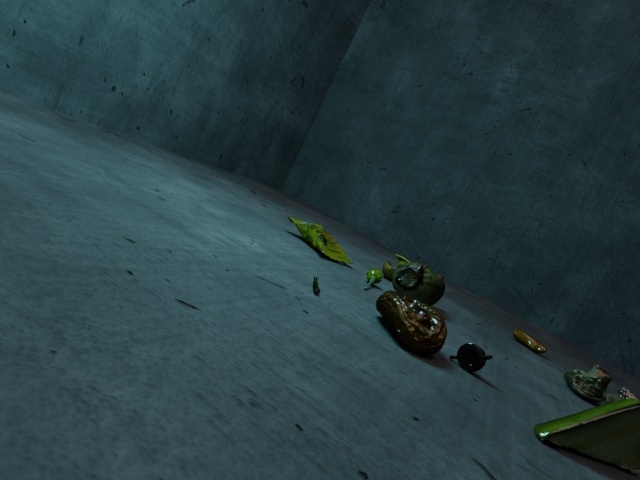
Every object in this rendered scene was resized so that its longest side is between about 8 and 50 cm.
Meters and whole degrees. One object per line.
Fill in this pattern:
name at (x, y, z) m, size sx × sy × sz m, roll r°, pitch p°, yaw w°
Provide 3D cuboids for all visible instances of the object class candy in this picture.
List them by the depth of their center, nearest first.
candy at (0.172, 0.140, 1.499) m, size 0.058 × 0.062 × 0.194 m, roll 26°, pitch 17°, yaw 12°
candy at (0.000, 0.000, 1.752) m, size 0.187 × 0.081 × 0.297 m, roll 20°, pitch 21°, yaw -39°

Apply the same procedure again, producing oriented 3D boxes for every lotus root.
lotus root at (0.375, 0.163, 1.615) m, size 0.173 × 0.173 × 0.309 m, roll 31°, pitch 9°, yaw 35°

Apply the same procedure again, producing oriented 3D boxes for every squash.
squash at (0.532, 0.416, 0.897) m, size 0.252 × 0.169 × 0.093 m, roll -11°, pitch 14°, yaw -13°

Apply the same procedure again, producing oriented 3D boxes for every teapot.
teapot at (0.368, 0.286, 1.069) m, size 0.100 × 0.068 × 0.045 m, roll -9°, pitch -16°, yaw 30°

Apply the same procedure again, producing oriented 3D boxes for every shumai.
shumai at (0.885, 0.458, 1.434) m, size 0.145 × 0.116 × 0.145 m, roll 24°, pitch 7°, yaw -3°

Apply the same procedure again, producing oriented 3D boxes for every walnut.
walnut at (0.296, 0.138, 1.879) m, size 0.091 × 0.052 × 0.121 m, roll 55°, pitch 9°, yaw 14°

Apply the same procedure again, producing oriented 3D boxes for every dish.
dish at (0.392, 0.153, 1.933) m, size 0.207 × 0.080 × 0.149 m, roll 39°, pitch -6°, yaw 2°

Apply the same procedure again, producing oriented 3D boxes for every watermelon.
watermelon at (0.999, 0.548, 1.419) m, size 0.101 × 0.080 × 0.155 m, roll 9°, pitch 32°, yaw -37°

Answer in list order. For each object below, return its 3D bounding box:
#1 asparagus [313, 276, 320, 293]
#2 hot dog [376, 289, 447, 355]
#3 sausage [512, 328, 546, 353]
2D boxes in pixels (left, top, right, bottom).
asparagus at (-0.011, 0.115, 1.130) m, size 0.015 × 0.018 × 0.127 m, roll 60°, pitch 2°, yaw -10°
hot dog at (0.220, 0.194, 1.080) m, size 0.160 × 0.099 × 0.227 m, roll 24°, pitch 5°, yaw -22°
sausage at (0.902, 0.437, 1.889) m, size 0.062 × 0.054 × 0.183 m, roll -13°, pitch 27°, yaw -22°
